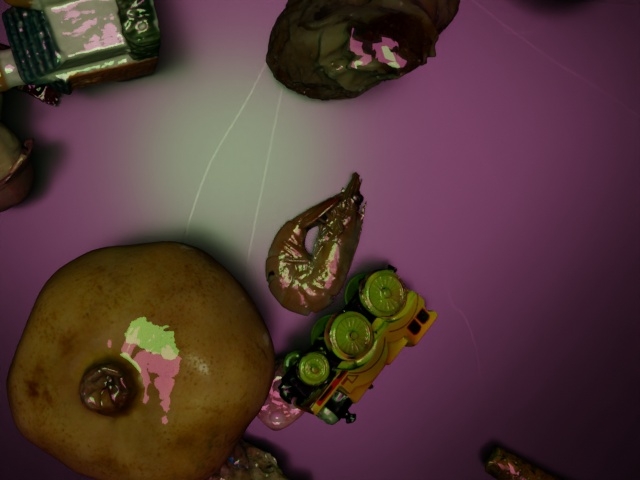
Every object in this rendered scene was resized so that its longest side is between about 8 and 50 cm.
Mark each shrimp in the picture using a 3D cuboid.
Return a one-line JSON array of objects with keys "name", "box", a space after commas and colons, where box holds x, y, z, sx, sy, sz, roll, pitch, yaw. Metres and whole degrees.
[{"name": "shrimp", "box": [0.000, 0.000, 1.574, 0.145, 0.061, 0.267, 29, 96, 5]}]

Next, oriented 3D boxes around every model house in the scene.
[{"name": "model house", "box": [-0.404, -0.330, 1.395, 0.301, 0.271, 0.190, -20, 94, -13]}]

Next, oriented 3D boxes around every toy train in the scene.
[{"name": "toy train", "box": [0.060, 0.179, 1.522, 0.160, 0.100, 0.296, 46, 72, -13]}]

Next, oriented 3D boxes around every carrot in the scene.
[{"name": "carrot", "box": [0.397, 0.441, 1.622, 0.229, 0.069, 0.069, 29, 94, -2]}]

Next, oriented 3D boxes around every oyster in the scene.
[{"name": "oyster", "box": [-0.156, 0.421, 1.546, 0.223, 0.083, 0.214, -4, 58, 3]}]

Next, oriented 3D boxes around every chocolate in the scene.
[{"name": "chocolate", "box": [-0.526, -0.294, 1.545, 0.183, 0.028, 0.086, 20, 97, -5]}]

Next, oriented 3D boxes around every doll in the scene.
[{"name": "doll", "box": [-0.561, -0.164, 1.476, 0.152, 0.196, 0.255, -28, 110, -28]}]

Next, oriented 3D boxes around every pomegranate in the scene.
[{"name": "pomegranate", "box": [-0.281, 0.202, 1.420, 0.417, 0.416, 0.416, 0, 95, -2]}]

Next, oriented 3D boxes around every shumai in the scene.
[{"name": "shumai", "box": [0.071, -0.351, 1.430, 0.346, 0.283, 0.217, -23, 97, 2]}]

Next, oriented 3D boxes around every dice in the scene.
[{"name": "dice", "box": [-0.072, 0.268, 1.578, 0.093, 0.094, 0.091, -39, 99, 1]}]
